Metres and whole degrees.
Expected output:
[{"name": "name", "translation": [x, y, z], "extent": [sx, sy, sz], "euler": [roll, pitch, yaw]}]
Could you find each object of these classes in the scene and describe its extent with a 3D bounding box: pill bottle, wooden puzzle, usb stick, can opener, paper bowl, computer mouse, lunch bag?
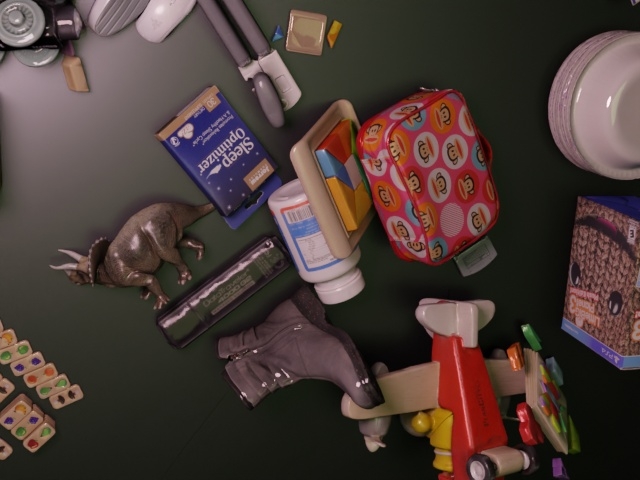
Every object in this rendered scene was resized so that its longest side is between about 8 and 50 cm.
[{"name": "pill bottle", "translation": [0.000, 0.000, 1.651], "extent": [0.124, 0.124, 0.222], "euler": [-26, 111, -8]}, {"name": "wooden puzzle", "translation": [0.045, -0.114, 1.598], "extent": [0.044, 0.239, 0.221], "euler": [-11, 113, 30]}, {"name": "usb stick", "translation": [-0.178, 0.096, 1.669], "extent": [0.278, 0.045, 0.077], "euler": [-37, 104, -3]}, {"name": "can opener", "translation": [-0.119, -0.325, 1.537], "extent": [0.074, 0.093, 0.280], "euler": [-29, 119, 5]}, {"name": "paper bowl", "translation": [0.597, -0.257, 1.740], "extent": [0.284, 0.148, 0.284], "euler": [-4, 107, -15]}, {"name": "wooden puzzle", "translation": [-0.025, -0.369, 1.606], "extent": [0.116, 0.014, 0.079], "euler": [12, 96, -19]}, {"name": "computer mouse", "translation": [-0.236, -0.415, 1.517], "extent": [0.106, 0.042, 0.193], "euler": [34, 93, -22]}, {"name": "lunch bag", "translation": [0.216, -0.126, 1.660], "extent": [0.258, 0.120, 0.293], "euler": [-33, 113, -30]}]

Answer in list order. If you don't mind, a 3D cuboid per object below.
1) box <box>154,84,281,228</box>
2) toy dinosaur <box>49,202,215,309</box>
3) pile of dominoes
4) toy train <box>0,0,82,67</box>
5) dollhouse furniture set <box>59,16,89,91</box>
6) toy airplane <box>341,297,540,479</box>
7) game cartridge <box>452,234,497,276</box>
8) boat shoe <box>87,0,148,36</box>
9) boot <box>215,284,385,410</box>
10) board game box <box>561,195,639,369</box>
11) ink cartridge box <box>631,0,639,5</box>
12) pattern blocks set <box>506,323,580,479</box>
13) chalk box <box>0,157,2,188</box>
[{"name": "box", "translation": [-0.169, -0.143, 1.594], "extent": [0.136, 0.036, 0.225], "euler": [-46, 113, -18]}, {"name": "toy dinosaur", "translation": [-0.296, 0.012, 1.574], "extent": [0.313, 0.121, 0.160], "euler": [-38, 117, 0]}, {"name": "pile of dominoes", "translation": [-0.572, 0.267, 1.605], "extent": [0.196, 0.040, 0.251], "euler": [-42, 112, -2]}, {"name": "toy train", "translation": [-0.533, -0.366, 1.381], "extent": [0.333, 0.142, 0.190], "euler": [-3, 83, -2]}, {"name": "dollhouse furniture set", "translation": [-0.415, -0.315, 1.512], "extent": [0.081, 0.091, 0.114], "euler": [-50, 146, -41]}, {"name": "toy airplane", "translation": [0.242, 0.296, 1.752], "extent": [0.386, 0.272, 0.384], "euler": [41, 53, -13]}, {"name": "game cartridge", "translation": [0.309, 0.033, 1.805], "extent": [0.083, 0.017, 0.056], "euler": [-32, 107, -5]}, {"name": "boat shoe", "translation": [-0.310, -0.437, 1.478], "extent": [0.076, 0.083, 0.226], "euler": [40, 88, 23]}, {"name": "boot", "translation": [-0.044, 0.237, 1.599], "extent": [0.222, 0.338, 0.118], "euler": [-33, 123, -8]}, {"name": "board game box", "translation": [0.609, 0.075, 1.785], "extent": [0.141, 0.232, 0.291], "euler": [-1, 104, -15]}, {"name": "ink cartridge box", "translation": [0.684, -0.597, 1.718], "extent": [0.332, 0.065, 0.165], "euler": [-30, 110, -8]}, {"name": "pattern blocks set", "translation": [0.442, 0.312, 1.766], "extent": [0.026, 0.325, 0.285], "euler": [-25, 126, 25]}, {"name": "chalk box", "translation": [-0.580, -0.170, 1.429], "extent": [0.132, 0.132, 0.213], "euler": [0, 109, -15]}]
